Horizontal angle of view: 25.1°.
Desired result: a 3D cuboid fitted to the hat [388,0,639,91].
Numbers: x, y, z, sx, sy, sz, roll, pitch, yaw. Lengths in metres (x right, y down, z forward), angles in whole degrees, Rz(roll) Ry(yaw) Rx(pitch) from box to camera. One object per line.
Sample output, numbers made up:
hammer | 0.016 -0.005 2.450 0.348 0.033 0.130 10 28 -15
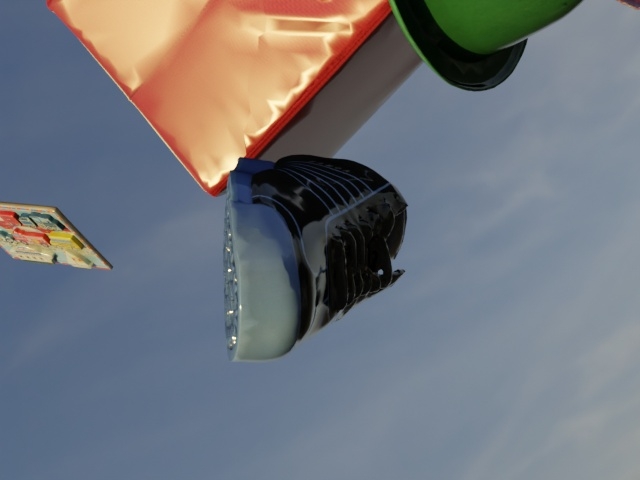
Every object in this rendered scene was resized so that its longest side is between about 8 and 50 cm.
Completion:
hat | 0.148 -0.179 0.816 0.183 0.209 0.173 -10 -21 38

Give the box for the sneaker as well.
sneaker | 0.000 0.000 0.703 0.232 0.090 0.081 -92 3 -74

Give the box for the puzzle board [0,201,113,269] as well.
puzzle board | -0.262 -0.004 1.311 0.096 0.128 0.011 53 -128 -45

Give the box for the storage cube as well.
storage cube | -0.032 -0.168 0.984 0.193 0.184 0.215 -45 -10 25
